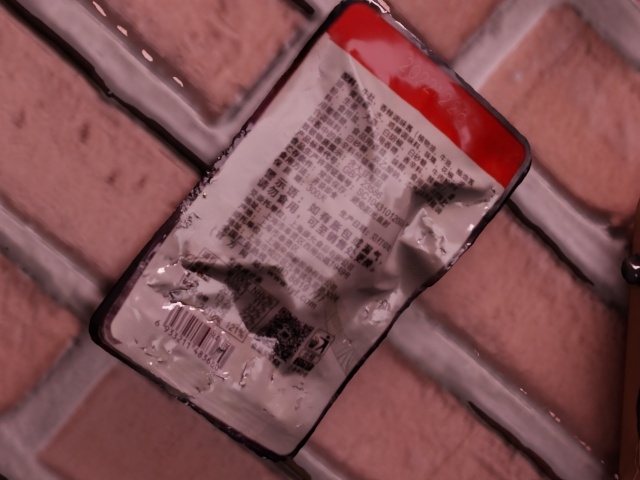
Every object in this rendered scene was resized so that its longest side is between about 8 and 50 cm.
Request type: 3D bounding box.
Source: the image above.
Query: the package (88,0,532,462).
[{"bbox_3d":[0.000,0.000,1.004,0.154,0.030,0.239,38,93,-24],"label":"package"}]

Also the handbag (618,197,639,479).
[{"bbox_3d":[0.321,0.089,1.080,0.283,0.149,0.301,-6,108,-14],"label":"handbag"}]
